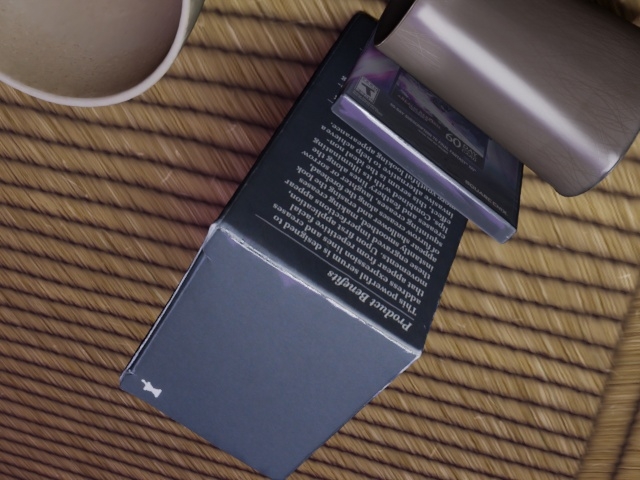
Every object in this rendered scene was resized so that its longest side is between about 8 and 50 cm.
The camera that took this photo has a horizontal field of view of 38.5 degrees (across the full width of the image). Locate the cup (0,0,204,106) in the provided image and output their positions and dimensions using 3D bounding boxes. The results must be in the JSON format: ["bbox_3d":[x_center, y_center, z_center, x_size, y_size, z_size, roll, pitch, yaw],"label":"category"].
[{"bbox_3d":[-0.230,-0.336,0.908,0.331,0.237,0.331,13,134,14],"label":"cup"}]

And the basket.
[{"bbox_3d":[0.177,-0.177,0.858,0.226,0.204,0.154,29,141,-13],"label":"basket"}]

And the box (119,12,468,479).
[{"bbox_3d":[0.000,0.000,0.988,0.212,0.395,0.293,33,135,-5],"label":"box"}]

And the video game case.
[{"bbox_3d":[0.121,-0.130,0.900,0.196,0.274,0.026,37,124,-9],"label":"video game case"}]
